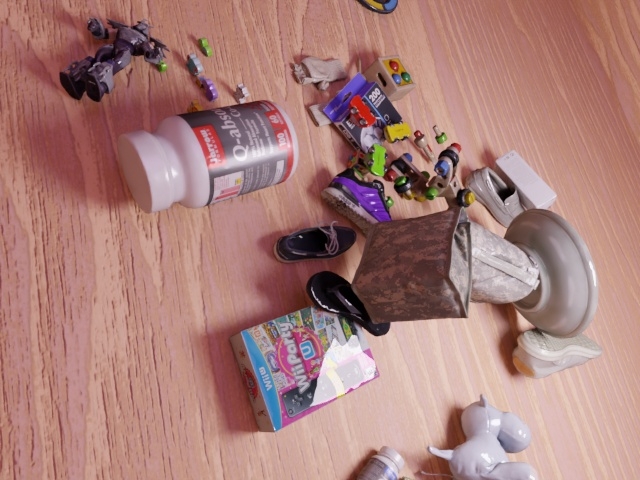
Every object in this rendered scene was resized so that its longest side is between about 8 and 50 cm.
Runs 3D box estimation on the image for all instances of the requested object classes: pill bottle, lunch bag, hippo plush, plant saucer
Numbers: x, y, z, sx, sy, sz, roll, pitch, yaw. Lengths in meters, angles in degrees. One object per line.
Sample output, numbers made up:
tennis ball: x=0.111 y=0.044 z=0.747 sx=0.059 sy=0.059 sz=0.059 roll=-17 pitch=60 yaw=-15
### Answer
pill bottle: x=-0.249 y=-0.193 z=1.008 sx=0.363 sy=0.210 sz=0.210 roll=-24 pitch=85 yaw=-34
lunch bag: x=0.428 y=0.059 z=1.249 sx=0.305 sy=0.256 sz=0.212 roll=24 pitch=85 yaw=-21
pill bottle: x=0.135 y=0.561 z=1.028 sx=0.137 sy=0.078 sz=0.078 roll=-40 pitch=94 yaw=-34
hippo plush: x=0.433 y=0.564 z=1.159 sx=0.294 sy=0.234 sz=0.236 roll=13 pitch=36 yaw=17
lunch bag: x=0.231 y=0.044 z=1.046 sx=0.169 sy=0.235 sz=0.287 roll=58 pitch=37 yaw=-31
plant saucer: x=0.648 y=0.107 z=1.331 sx=0.101 sy=0.400 sz=0.400 roll=-11 pitch=77 yaw=-10

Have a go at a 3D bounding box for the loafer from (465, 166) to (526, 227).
loafer: x=0.664 y=-0.144 z=1.575 sx=0.319 sy=0.111 sz=0.112 roll=35 pitch=57 yaw=-15

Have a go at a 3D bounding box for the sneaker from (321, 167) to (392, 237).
sneaker: x=0.155 y=-0.098 z=1.255 sx=0.293 sy=0.102 sz=0.146 roll=39 pitch=70 yaw=-13

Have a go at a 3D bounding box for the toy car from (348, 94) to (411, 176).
toy car: x=0.164 y=-0.290 z=1.307 sx=0.239 sy=0.053 sz=0.225 roll=18 pitch=69 yaw=-29

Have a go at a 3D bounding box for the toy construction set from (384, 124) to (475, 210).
toy construction set: x=0.364 y=-0.193 z=1.390 sx=0.237 sy=0.257 sz=0.309 roll=49 pitch=38 yaw=-26

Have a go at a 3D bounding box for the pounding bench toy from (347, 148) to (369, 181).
pounding bench toy: x=0.117 y=-0.223 z=1.326 sx=0.065 sy=0.052 sz=0.083 roll=22 pitch=63 yaw=-21

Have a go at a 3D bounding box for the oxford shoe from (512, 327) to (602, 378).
oxford shoe: x=0.782 y=0.368 z=1.455 sx=0.449 sy=0.169 sz=0.130 roll=3 pitch=114 yaw=-37

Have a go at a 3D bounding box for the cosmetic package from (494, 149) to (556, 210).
cosmetic package: x=0.741 y=-0.207 z=1.594 sx=0.231 sy=0.085 sz=0.117 roll=60 pitch=10 yaw=24

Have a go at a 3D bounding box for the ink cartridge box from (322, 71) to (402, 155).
ink cartridge box: x=0.139 y=-0.394 z=1.368 sx=0.208 sy=0.045 sz=0.206 roll=46 pitch=66 yaw=-20

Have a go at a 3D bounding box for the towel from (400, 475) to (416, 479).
towel: x=0.229 y=0.669 z=1.074 sx=0.110 sy=0.027 sz=0.148 roll=25 pitch=62 yaw=-20

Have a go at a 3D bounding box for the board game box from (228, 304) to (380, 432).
board game box: x=-0.032 y=0.277 z=1.029 sx=0.303 sy=0.097 sz=0.224 roll=-15 pitch=79 yaw=-33

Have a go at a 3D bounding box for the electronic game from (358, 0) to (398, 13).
electronic game: x=0.198 y=-0.954 z=1.648 sx=0.229 sy=0.048 sz=0.229 roll=10 pitch=67 yaw=-26

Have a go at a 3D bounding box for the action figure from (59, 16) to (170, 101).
action figure: x=-0.476 y=-0.442 z=1.028 sx=0.185 sy=0.099 sz=0.285 roll=18 pitch=58 yaw=5

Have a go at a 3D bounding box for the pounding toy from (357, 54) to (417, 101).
pounding toy: x=0.201 y=-0.560 z=1.461 sx=0.206 sy=0.094 sz=0.181 roll=-29 pitch=88 yaw=-42

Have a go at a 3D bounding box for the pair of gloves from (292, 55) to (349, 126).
pair of gloves: x=0.030 y=-0.477 z=1.377 sx=0.204 sy=0.042 sz=0.240 roll=-16 pitch=80 yaw=-33

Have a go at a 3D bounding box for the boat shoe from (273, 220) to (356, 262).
boat shoe: x=0.000 y=0.000 z=1.159 sx=0.254 sy=0.079 sz=0.095 roll=-5 pitch=74 yaw=-31

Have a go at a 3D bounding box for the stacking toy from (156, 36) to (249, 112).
stacking toy: x=-0.315 y=-0.433 z=1.156 sx=0.167 sy=0.052 sz=0.221 roll=-35 pitch=91 yaw=-35

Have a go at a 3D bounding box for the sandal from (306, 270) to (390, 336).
sandal: x=0.079 y=0.145 z=1.052 sx=0.254 sy=0.054 sz=0.097 roll=30 pitch=55 yaw=-23
